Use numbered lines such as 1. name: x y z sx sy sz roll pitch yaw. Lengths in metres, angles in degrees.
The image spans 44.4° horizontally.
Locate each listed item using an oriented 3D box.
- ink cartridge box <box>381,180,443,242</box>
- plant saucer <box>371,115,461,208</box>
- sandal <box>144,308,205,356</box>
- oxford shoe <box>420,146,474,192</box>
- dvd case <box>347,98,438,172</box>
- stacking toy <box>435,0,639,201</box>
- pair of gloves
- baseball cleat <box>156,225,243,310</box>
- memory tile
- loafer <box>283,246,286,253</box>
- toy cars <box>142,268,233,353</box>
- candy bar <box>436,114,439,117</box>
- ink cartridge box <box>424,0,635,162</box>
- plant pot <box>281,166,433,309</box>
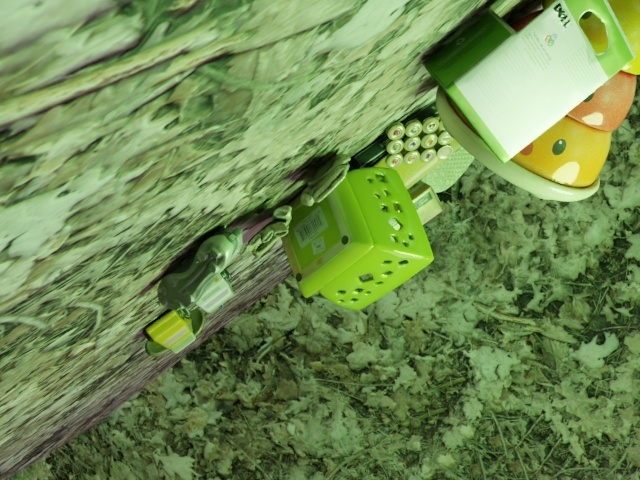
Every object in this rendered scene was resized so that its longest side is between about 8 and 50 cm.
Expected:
1. ink cartridge box: 0.169 -0.090 2.033 0.193 0.088 0.234 -37 -149 -9
2. plant saucer: 0.188 -0.161 1.803 0.332 0.081 0.332 -38 178 25
3. sandal: -0.381 0.240 2.063 0.180 0.072 0.049 -31 153 -21
4. oxford shoe: 0.398 -0.313 2.082 0.449 0.169 0.130 -44 -142 -7
5. dvd case: 0.144 -0.203 1.699 0.238 0.030 0.179 -37 177 -20
6. stacking toy: 0.453 -0.341 1.365 0.350 0.350 0.480 -32 157 -55
7. pair of gloves: -0.039 -0.065 1.381 0.240 0.042 0.204 -42 -174 14
8. baseball cleat: -0.193 0.047 1.316 0.206 0.072 0.109 -35 -175 39
9. memory tile: 0.203 -0.200 1.589 0.147 0.012 0.113 -11 136 -11
10. loafer: 0.000 0.000 2.310 0.095 0.109 0.302 -43 171 25
11. toy cars: -0.287 0.167 1.778 0.176 0.087 0.393 -34 175 -45
12. candy bar: 0.326 -0.330 1.914 0.161 0.018 0.040 -39 176 39
13. ink cartridge box: 0.320 -0.272 1.198 0.255 0.189 0.097 -39 -142 12
14. plant pot: 0.050 -0.011 1.561 0.207 0.227 0.228 9 142 -46
